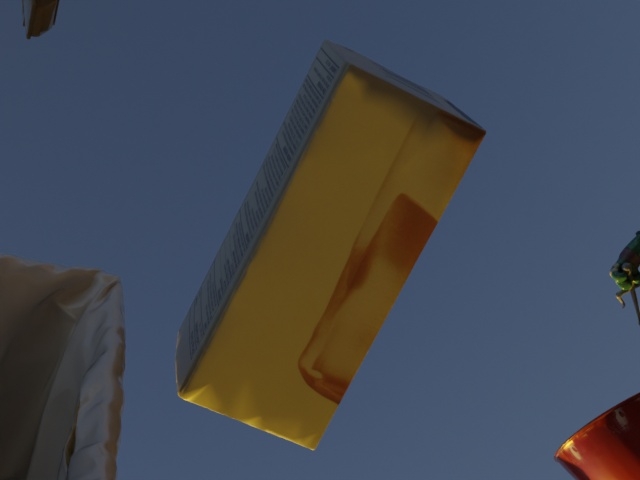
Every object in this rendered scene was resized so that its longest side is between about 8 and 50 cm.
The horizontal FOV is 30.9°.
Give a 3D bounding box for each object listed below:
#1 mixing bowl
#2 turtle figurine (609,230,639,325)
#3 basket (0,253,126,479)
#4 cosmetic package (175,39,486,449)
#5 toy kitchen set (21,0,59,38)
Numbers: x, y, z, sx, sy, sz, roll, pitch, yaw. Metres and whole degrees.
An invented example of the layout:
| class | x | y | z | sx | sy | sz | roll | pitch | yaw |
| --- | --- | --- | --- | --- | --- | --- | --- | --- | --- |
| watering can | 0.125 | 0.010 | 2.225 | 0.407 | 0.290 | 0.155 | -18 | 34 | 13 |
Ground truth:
| class | x | y | z | sx | sy | sz | roll | pitch | yaw |
| --- | --- | --- | --- | --- | --- | --- | --- | --- | --- |
| mixing bowl | 0.356 | 0.234 | 1.254 | 0.181 | 0.098 | 0.181 | -22 | -27 | -12 |
| turtle figurine | 0.386 | 0.008 | 1.198 | 0.175 | 0.118 | 0.234 | -2 | -24 | 0 |
| basket | -0.330 | 0.182 | 0.841 | 0.331 | 0.328 | 0.266 | 11 | -63 | -14 |
| cosmetic package | 0.000 | 0.000 | 0.956 | 0.129 | 0.153 | 0.296 | 25 | -76 | -14 |
| toy kitchen set | -0.151 | -0.163 | 0.744 | 0.075 | 0.068 | 0.083 | 3 | -37 | -21 |
